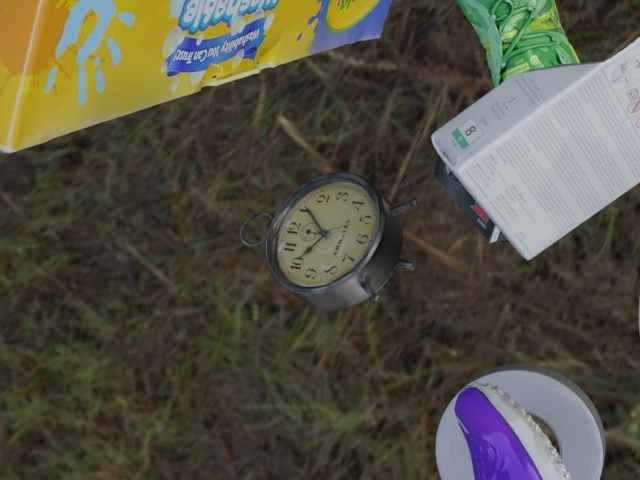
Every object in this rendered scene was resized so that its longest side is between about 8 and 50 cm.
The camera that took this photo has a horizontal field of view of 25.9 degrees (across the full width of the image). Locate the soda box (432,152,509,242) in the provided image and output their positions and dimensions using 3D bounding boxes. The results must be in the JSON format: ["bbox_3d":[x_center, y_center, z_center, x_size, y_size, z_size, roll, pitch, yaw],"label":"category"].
[{"bbox_3d":[0.199,-0.064,1.705,0.053,0.169,0.060,-1,122,-25],"label":"soda box"}]

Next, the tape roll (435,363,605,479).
[{"bbox_3d":[0.266,0.276,1.849,0.219,0.072,0.219,1,92,15],"label":"tape roll"}]

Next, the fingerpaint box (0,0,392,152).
[{"bbox_3d":[-0.060,-0.278,0.733,0.163,0.445,0.371,25,113,16],"label":"fingerpaint box"}]

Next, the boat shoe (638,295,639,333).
[{"bbox_3d":[0.374,-0.038,1.286,0.127,0.340,0.113,33,149,-33],"label":"boat shoe"}]

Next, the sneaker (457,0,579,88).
[{"bbox_3d":[0.240,-0.242,1.648,0.109,0.123,0.295,-27,118,21],"label":"sneaker"}]

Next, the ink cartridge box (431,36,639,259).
[{"bbox_3d":[0.225,-0.097,1.177,0.225,0.056,0.181,-37,142,7],"label":"ink cartridge box"}]

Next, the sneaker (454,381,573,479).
[{"bbox_3d":[0.154,0.253,1.100,0.146,0.293,0.102,-31,151,3],"label":"sneaker"}]

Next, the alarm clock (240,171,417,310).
[{"bbox_3d":[0.000,0.000,1.344,0.192,0.129,0.064,12,160,35],"label":"alarm clock"}]
